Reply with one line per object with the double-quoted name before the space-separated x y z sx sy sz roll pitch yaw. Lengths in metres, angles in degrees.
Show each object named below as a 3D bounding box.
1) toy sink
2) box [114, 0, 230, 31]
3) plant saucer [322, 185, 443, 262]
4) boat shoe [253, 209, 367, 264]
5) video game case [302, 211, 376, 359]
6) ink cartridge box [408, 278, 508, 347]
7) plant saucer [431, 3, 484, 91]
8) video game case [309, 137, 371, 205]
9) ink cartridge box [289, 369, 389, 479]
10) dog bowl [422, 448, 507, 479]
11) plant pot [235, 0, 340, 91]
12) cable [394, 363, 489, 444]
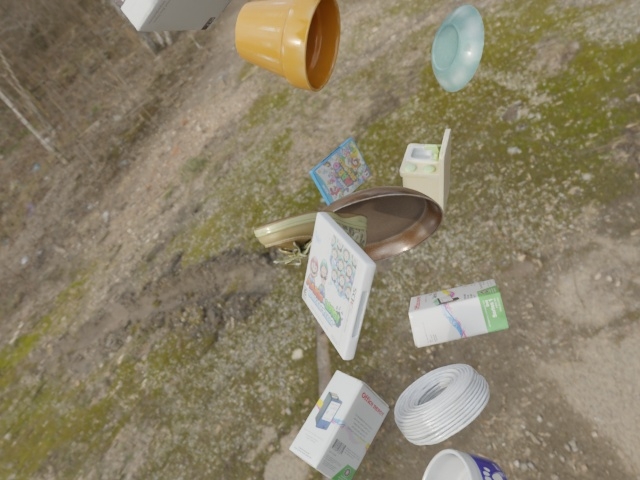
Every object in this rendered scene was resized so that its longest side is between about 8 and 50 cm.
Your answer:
"toy sink" 0.317 -0.205 1.684 0.131 0.234 0.153 6 46 17
"box" -0.195 -0.411 0.807 0.181 0.119 0.182 -38 1 32
"plant saucer" 0.109 -0.033 1.215 0.310 0.310 0.050 -24 61 20
"boat shoe" 0.000 0.000 0.993 0.104 0.285 0.090 -12 84 39
"video game case" 0.019 0.057 0.759 0.019 0.143 0.157 -1 27 -24
"ink cartridge box" 0.421 0.223 1.735 0.277 0.117 0.201 -15 5 13
"plant saucer" 0.303 -0.445 1.294 0.037 0.195 0.195 -1 23 -22
"video game case" 0.055 -0.176 1.465 0.166 0.119 0.015 -43 27 -28
"ink cartridge box" 0.050 0.434 1.291 0.093 0.154 0.213 16 65 44
"dog bowl" 0.328 0.630 1.291 0.265 0.104 0.265 -163 90 -78
"plant pot" -0.078 -0.450 1.241 0.187 0.205 0.205 15 54 17
"cable" 0.311 0.417 1.448 0.257 0.089 0.257 -35 2 23
